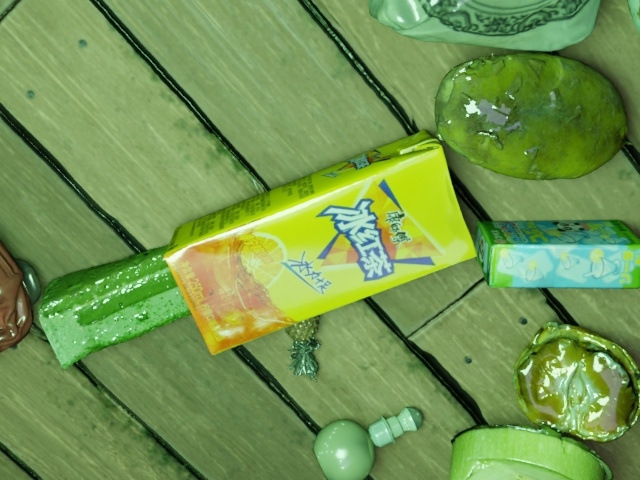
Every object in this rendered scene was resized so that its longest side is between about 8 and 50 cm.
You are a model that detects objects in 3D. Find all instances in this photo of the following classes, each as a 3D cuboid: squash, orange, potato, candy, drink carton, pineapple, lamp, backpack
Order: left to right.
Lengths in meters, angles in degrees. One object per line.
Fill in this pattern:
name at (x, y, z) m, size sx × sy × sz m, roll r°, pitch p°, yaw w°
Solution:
backpack at (-0.488, 0.061, 1.001) m, size 0.229 × 0.139 × 0.230 m, roll 0°, pitch 113°, yaw 0°
pineapple at (-0.023, 0.135, 1.079) m, size 0.058 × 0.058 × 0.124 m, roll -5°, pitch 125°, yaw 3°
drink carton at (0.000, 0.000, 0.974) m, size 0.351 × 0.111 × 0.155 m, roll -21°, pitch 111°, yaw 4°
lamp at (0.072, 0.283, 1.115) m, size 0.163 × 0.091 × 0.091 m, roll -24°, pitch 109°, yaw -5°
squash at (0.276, 0.341, 1.061) m, size 0.220 × 0.133 × 0.220 m, roll 13°, pitch 138°, yaw 12°
potato at (0.253, -0.144, 0.920) m, size 0.251 × 0.113 × 0.150 m, roll 12°, pitch 106°, yaw -10°
candy at (0.301, 0.017, 0.996) m, size 0.194 × 0.097 × 0.062 m, roll 0°, pitch 112°, yaw 0°
orange at (0.344, 0.192, 1.055) m, size 0.160 × 0.112 × 0.170 m, roll -27°, pitch 69°, yaw 11°

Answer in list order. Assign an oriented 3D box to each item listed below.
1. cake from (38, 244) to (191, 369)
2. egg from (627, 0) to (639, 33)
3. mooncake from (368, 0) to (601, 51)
cake at (-0.250, 0.082, 1.030) m, size 0.235 × 0.099 × 0.100 m, roll -16°, pitch 112°, yaw 6°
egg at (0.426, -0.264, 0.850) m, size 0.231 × 0.169 × 0.169 m, roll 44°, pitch 106°, yaw -5°
mooncake at (0.184, -0.335, 0.844) m, size 0.249 × 0.136 × 0.255 m, roll 1°, pitch 112°, yaw -4°
